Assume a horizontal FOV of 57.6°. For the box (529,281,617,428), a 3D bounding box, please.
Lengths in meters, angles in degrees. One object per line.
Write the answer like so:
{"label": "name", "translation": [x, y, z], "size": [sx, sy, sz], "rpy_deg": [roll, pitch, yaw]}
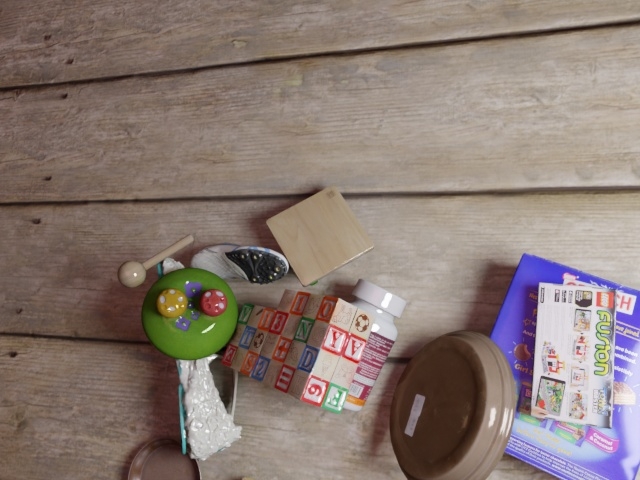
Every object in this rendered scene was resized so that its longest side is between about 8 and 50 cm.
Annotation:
{"label": "box", "translation": [0.386, 0.173, 0.889], "size": [0.114, 0.036, 0.206], "rpy_deg": [4, 77, 21]}

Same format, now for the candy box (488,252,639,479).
{"label": "candy box", "translation": [0.410, 0.216, 0.956], "size": [0.268, 0.122, 0.317], "rpy_deg": [22, 85, 24]}

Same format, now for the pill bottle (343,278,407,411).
{"label": "pill bottle", "translation": [0.068, 0.191, 1.076], "size": [0.121, 0.121, 0.221], "rpy_deg": [25, 85, 22]}

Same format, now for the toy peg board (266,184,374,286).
{"label": "toy peg board", "translation": [0.000, 0.000, 1.185], "size": [0.161, 0.079, 0.161], "rpy_deg": [-29, 69, -7]}

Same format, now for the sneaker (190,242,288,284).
{"label": "sneaker", "translation": [-0.162, 0.040, 1.191], "size": [0.237, 0.086, 0.085], "rpy_deg": [0, 116, 32]}

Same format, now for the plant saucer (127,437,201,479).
{"label": "plant saucer", "translation": [-0.310, 0.486, 1.176], "size": [0.169, 0.029, 0.168], "rpy_deg": [-5, 75, 18]}

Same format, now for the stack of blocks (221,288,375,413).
{"label": "stack of blocks", "translation": [-0.051, 0.183, 1.051], "size": [0.297, 0.087, 0.171], "rpy_deg": [1, 66, 55]}

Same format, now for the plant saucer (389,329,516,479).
{"label": "plant saucer", "translation": [0.201, 0.276, 0.957], "size": [0.278, 0.041, 0.277], "rpy_deg": [-46, 30, 37]}

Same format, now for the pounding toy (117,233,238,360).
{"label": "pounding toy", "translation": [-0.255, 0.102, 1.089], "size": [0.183, 0.110, 0.236], "rpy_deg": [-30, 79, -24]}

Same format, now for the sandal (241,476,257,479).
{"label": "sandal", "translation": [-0.044, 0.484, 1.056], "size": [0.240, 0.088, 0.079], "rpy_deg": [25, 91, 27]}

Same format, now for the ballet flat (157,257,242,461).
{"label": "ballet flat", "translation": [-0.241, 0.229, 1.184], "size": [0.147, 0.147, 0.408], "rpy_deg": [-16, 75, 14]}
